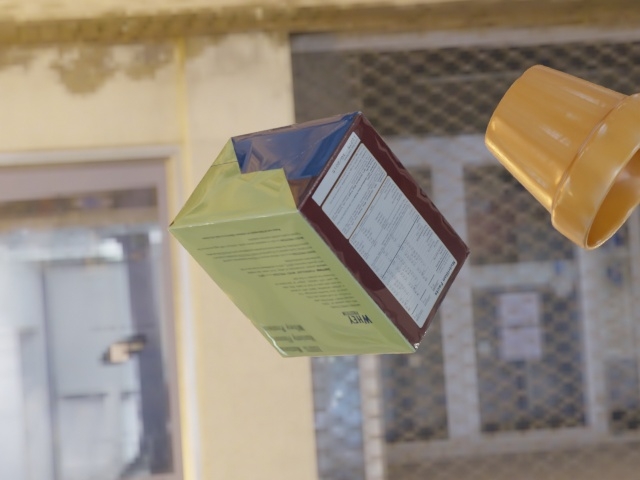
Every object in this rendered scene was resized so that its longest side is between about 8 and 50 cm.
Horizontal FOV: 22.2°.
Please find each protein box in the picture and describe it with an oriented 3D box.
[{"bbox_3d":[0.000,0.000,1.623,0.199,0.136,0.201,-7,132,47],"label":"protein box"}]

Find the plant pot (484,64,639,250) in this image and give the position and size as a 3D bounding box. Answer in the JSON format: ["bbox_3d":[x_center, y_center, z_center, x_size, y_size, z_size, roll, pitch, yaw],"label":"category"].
[{"bbox_3d":[0.321,-0.123,2.069,0.188,0.205,0.205,36,-167,20],"label":"plant pot"}]
